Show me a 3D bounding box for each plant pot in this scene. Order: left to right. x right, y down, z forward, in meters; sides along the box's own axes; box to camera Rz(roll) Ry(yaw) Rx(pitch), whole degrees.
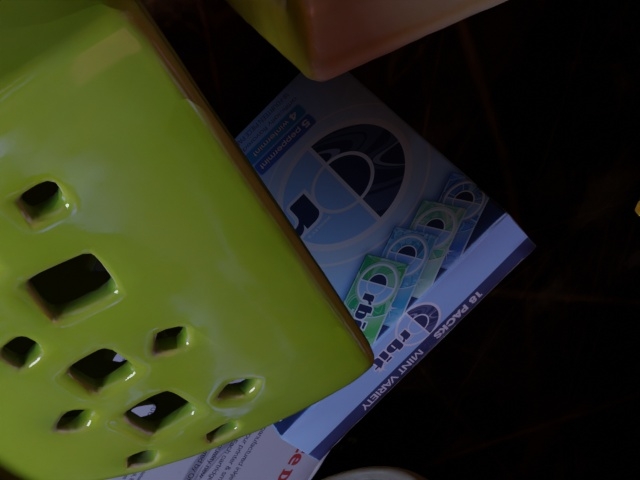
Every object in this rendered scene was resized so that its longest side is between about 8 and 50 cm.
[{"bbox_3d":[-0.142,-0.017,0.473,0.207,0.227,0.228,-33,137,-1],"label":"plant pot"}]

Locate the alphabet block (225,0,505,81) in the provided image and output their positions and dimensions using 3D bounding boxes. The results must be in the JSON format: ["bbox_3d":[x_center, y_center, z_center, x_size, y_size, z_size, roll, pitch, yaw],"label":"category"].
[{"bbox_3d":[0.025,-0.214,0.453,0.197,0.192,0.193,-25,133,-16],"label":"alphabet block"}]

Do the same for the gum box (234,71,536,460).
[{"bbox_3d":[0.000,0.000,0.610,0.157,0.184,0.041,-45,137,4],"label":"gum box"}]

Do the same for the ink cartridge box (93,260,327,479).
[{"bbox_3d":[-0.094,0.107,0.700,0.208,0.087,0.153,19,111,-42],"label":"ink cartridge box"}]

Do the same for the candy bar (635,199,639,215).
[{"bbox_3d":[0.312,-0.011,0.947,0.161,0.018,0.040,29,101,-45],"label":"candy bar"}]

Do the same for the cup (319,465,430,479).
[{"bbox_3d":[0.052,0.316,0.846,0.331,0.331,0.237,-30,109,-12],"label":"cup"}]
